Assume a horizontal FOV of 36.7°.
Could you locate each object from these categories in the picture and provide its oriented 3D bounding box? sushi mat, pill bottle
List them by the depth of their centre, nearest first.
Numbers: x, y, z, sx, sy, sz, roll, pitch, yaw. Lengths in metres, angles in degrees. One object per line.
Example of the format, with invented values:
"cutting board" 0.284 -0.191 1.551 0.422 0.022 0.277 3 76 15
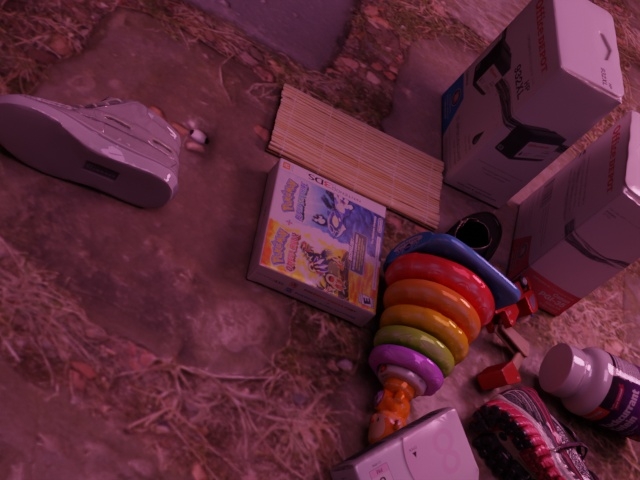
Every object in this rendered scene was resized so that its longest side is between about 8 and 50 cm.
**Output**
"pill bottle" 0.435 0.228 1.473 0.193 0.108 0.108 25 48 -17
"sushi mat" 0.065 -0.134 1.542 0.316 0.019 0.151 24 47 -18

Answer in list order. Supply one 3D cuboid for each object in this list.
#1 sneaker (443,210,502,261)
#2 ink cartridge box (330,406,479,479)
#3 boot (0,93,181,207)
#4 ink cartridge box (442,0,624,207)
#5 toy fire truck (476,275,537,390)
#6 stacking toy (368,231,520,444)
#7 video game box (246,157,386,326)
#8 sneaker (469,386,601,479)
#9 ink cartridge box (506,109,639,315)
"sneaker" 0.245 -0.003 1.500 0.083 0.118 0.222 49 46 6
"ink cartridge box" 0.131 0.346 1.176 0.189 0.066 0.232 -19 83 -41
"boot" -0.301 -0.143 1.258 0.258 0.095 0.123 28 41 -27
"ink cartridge box" 0.340 -0.238 1.601 0.129 0.307 0.223 23 48 -20
"toy fire truck" 0.285 0.139 1.467 0.192 0.047 0.135 -19 87 -52
"stacking toy" 0.129 0.152 1.311 0.165 0.175 0.302 36 59 -14
"video game box" 0.000 0.000 1.382 0.187 0.048 0.205 22 49 -17
"sneaker" 0.340 0.331 1.327 0.112 0.121 0.299 -22 73 -44
"ink cartridge box" 0.437 -0.040 1.543 0.117 0.283 0.207 32 47 -11
